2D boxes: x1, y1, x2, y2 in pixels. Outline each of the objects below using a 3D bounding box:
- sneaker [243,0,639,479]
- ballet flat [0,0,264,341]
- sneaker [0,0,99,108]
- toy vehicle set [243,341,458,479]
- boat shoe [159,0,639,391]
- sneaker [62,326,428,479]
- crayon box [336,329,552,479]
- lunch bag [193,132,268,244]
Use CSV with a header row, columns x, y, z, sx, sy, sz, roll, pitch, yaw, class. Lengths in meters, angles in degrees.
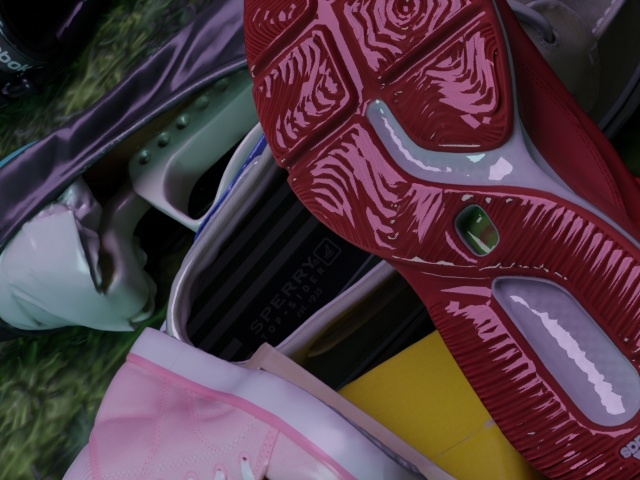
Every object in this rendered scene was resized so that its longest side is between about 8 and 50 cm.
x,y,z,sx,sy,sz,roll,pitch,yaw,class
0.063,-0.015,0.525,0.087,0.128,0.221,-36,65,21,sneaker
-0.091,-0.023,0.792,0.280,0.095,0.096,-41,46,12,ballet flat
-0.232,-0.119,1.037,0.276,0.097,0.135,-44,31,5,sneaker
0.007,0.143,0.415,0.166,0.035,0.267,-52,34,-5,toy vehicle set
0.050,-0.048,0.605,0.302,0.109,0.094,-55,-7,-15,boat shoe
-0.027,0.070,0.448,0.134,0.051,0.070,14,69,57,sneaker
0.009,0.192,0.469,0.202,0.081,0.318,-32,38,24,crayon box
0.000,0.000,0.686,0.067,0.065,0.098,26,76,40,lunch bag
